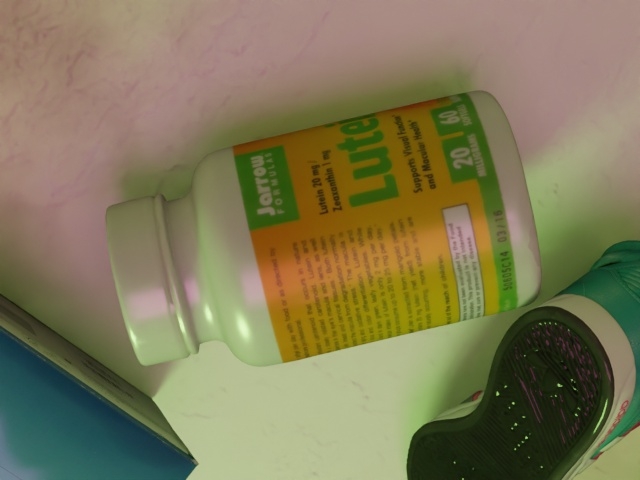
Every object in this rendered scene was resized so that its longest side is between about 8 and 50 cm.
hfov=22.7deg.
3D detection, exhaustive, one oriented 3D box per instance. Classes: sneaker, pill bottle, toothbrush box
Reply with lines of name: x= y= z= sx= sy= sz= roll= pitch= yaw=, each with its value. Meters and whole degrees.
sneaker: x=0.175 y=0.098 z=1.069 sx=0.178 sy=0.124 sz=0.295 roll=-25 pitch=161 yaw=-31
pill bottle: x=0.000 y=0.000 z=0.974 sx=0.245 sy=0.136 sz=0.136 roll=-13 pitch=119 yaw=-1
toothbrush box: x=-0.258 y=0.179 z=0.997 sx=0.216 sy=0.126 sz=0.295 roll=37 pitch=88 yaw=-24
